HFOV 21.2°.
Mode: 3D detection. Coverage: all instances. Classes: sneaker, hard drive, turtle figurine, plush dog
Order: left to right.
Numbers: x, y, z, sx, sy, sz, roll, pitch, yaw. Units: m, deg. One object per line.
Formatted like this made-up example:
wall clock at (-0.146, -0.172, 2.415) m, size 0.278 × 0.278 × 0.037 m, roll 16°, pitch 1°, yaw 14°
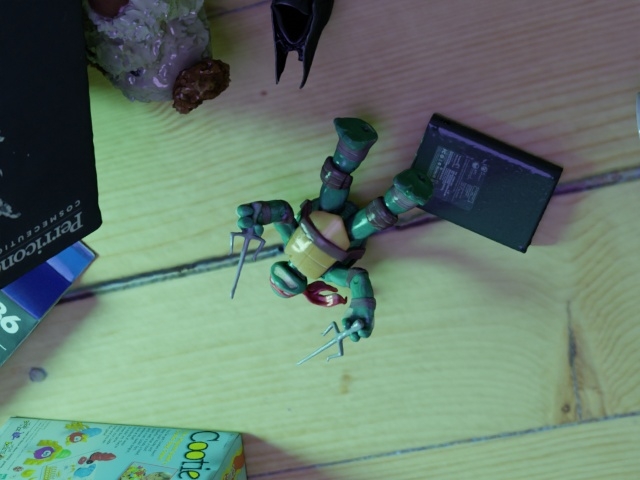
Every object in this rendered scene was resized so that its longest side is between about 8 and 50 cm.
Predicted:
plush dog at (-0.174, -0.232, 1.587) m, size 0.262 × 0.210 × 0.225 m, roll 29°, pitch 140°, yaw 35°
sneaker at (-0.013, -0.232, 1.562) m, size 0.051 × 0.089 × 0.170 m, roll 12°, pitch 119°, yaw 11°
turtle figurine at (0.000, 0.000, 1.658) m, size 0.175 × 0.118 × 0.234 m, roll 33°, pitch 118°, yaw -9°
hard drive at (0.153, -0.054, 1.638) m, size 0.135 × 0.022 × 0.094 m, roll 24°, pitch 120°, yaw 5°

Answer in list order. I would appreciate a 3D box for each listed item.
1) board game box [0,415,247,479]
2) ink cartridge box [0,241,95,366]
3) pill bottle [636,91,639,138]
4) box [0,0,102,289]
board game box at (-0.230, 0.295, 1.858) m, size 0.275 × 0.144 × 0.142 m, roll 2°, pitch 117°, yaw 17°
ink cartridge box at (-0.403, 0.078, 1.852) m, size 0.165 × 0.065 × 0.332 m, roll 41°, pitch 119°, yaw -4°
pill bottle at (0.365, -0.112, 1.507) m, size 0.160 × 0.087 × 0.087 m, roll -9°, pitch 112°, yaw 21°
box at (-0.460, -0.132, 1.399) m, size 0.297 × 0.480 × 0.471 m, roll 39°, pitch 147°, yaw 27°
